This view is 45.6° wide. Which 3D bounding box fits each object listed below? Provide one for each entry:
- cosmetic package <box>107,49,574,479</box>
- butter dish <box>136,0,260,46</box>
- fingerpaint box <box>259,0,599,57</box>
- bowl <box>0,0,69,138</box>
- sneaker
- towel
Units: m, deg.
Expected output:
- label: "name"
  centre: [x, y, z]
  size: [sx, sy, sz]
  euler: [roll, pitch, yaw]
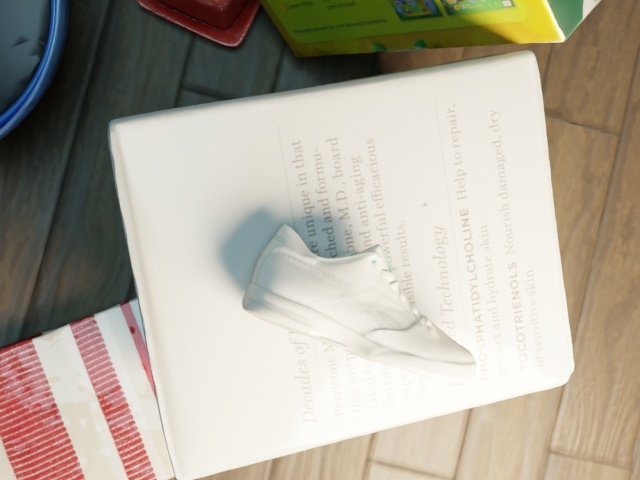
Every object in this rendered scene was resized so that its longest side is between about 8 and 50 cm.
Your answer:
- label: "cosmetic package"
  centre: [0.000, 0.000, 0.825]
  size: [0.393, 0.329, 0.328]
  euler: [-12, 100, -11]
- label: "butter dish"
  centre: [-0.147, -0.358, 0.978]
  size: [0.159, 0.118, 0.160]
  euler: [24, 86, -2]
- label: "fingerpaint box"
  centre: [0.044, -0.387, 0.766]
  size: [0.163, 0.444, 0.371]
  euler: [-47, 120, -17]
- label: "bowl"
  centre: [-0.480, -0.278, 0.872]
  size: [0.390, 0.077, 0.392]
  euler: [0, 99, -1]
- label: "sneaker"
  centre: [0.047, 0.053, 0.638]
  size: [0.212, 0.080, 0.094]
  euler: [23, 80, -14]
- label: "towel"
  centre: [-0.282, 0.215, 0.983]
  size: [0.328, 0.037, 0.237]
  euler: [-21, 90, -4]
